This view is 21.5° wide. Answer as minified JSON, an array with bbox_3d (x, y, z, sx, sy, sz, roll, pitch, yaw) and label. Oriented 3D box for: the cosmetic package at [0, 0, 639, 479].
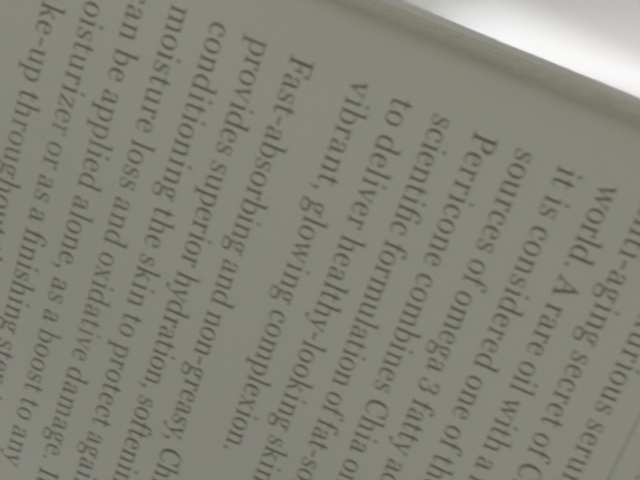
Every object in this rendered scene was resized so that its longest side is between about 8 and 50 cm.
[{"bbox_3d":[0.000,0.000,0.541,0.453,0.161,0.230,24,-61,6],"label":"cosmetic package"}]
